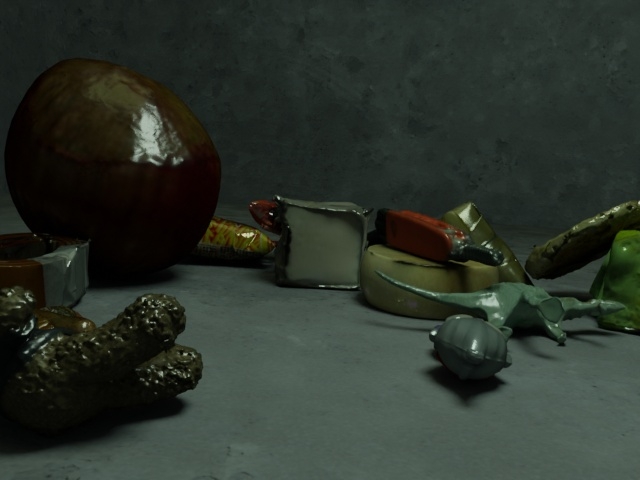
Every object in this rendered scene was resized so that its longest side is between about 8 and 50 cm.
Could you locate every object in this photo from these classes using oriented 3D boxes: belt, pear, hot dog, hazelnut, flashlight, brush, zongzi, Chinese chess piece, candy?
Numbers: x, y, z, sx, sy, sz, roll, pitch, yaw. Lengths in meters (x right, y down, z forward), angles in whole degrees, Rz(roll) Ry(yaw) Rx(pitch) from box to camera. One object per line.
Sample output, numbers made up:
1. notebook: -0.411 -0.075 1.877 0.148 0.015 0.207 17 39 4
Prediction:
1. belt: -0.456 0.050 0.966 0.184 0.105 0.261 6 7 5
2. pear: 0.630 0.069 1.084 0.286 0.176 0.282 10 8 33
3. hot dog: -0.320 0.110 0.746 0.089 0.060 0.140 -10 18 -42
4. hazelnut: -0.393 -0.124 1.197 0.420 0.421 0.353 5 31 9
5. flashlight: 0.117 0.012 1.360 0.093 0.093 0.232 0 -11 -22
6. brush: 0.187 -0.005 1.084 0.051 0.070 0.323 -5 13 -30
7. zongzi: 0.349 0.065 1.341 0.115 0.256 0.228 -37 -21 -15
8. Chinese chess piece: 0.195 0.070 1.145 0.250 0.097 0.251 4 8 -1
9. candy: 0.000 0.000 1.270 0.195 0.185 0.137 3 12 -4

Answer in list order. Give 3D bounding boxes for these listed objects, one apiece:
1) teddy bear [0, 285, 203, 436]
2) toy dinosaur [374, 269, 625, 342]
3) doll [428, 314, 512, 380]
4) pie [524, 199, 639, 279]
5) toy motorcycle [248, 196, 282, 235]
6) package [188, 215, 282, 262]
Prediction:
1. teddy bear: -0.241 0.109 0.568 0.251 0.182 0.129 5 44 0
2. toy dinosaur: 0.276 0.102 0.958 0.392 0.092 0.205 4 8 10
3. doll: 0.184 0.131 0.777 0.102 0.075 0.227 15 -2 14
4. pie: 0.510 -0.001 1.186 0.274 0.055 0.274 -21 -20 -8
5. toy motorcycle: -0.037 -0.019 1.568 0.171 0.089 0.298 26 -2 42
6. package: -0.230 0.000 1.472 0.288 0.108 0.223 13 1 -6
